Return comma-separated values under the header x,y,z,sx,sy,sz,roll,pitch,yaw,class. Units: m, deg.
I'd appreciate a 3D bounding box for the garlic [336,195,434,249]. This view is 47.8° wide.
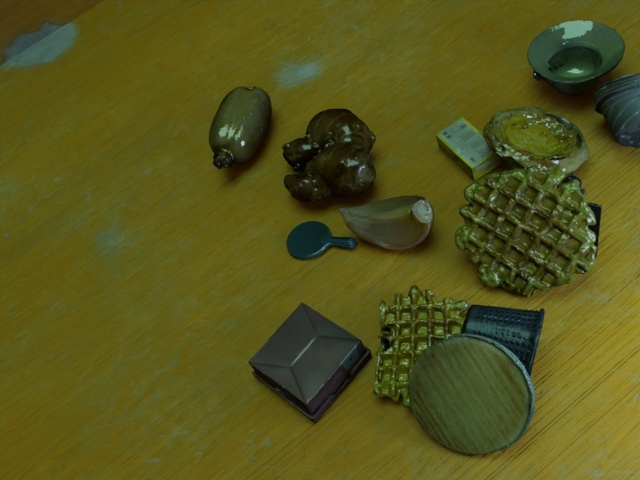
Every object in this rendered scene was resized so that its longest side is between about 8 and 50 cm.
x,y,z,sx,sy,sz,roll,pitch,yaw,class
0.177,-0.056,1.855,0.245,0.164,0.145,-1,70,25,garlic

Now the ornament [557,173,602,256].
x,y,z,sx,sy,sz,roll,pitch,yaw,class
0.618,-0.095,1.760,0.153,0.166,0.196,12,43,25,ornament

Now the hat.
x,y,z,sx,sy,sz,roll,pitch,yaw,class
0.712,-0.483,2.021,0.257,0.130,0.257,-10,50,12,hat

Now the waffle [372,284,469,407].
x,y,z,sx,sy,sz,roll,pitch,yaw,class
0.222,0.240,1.673,0.309,0.065,0.283,-38,53,-16,waffle

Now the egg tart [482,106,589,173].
x,y,z,sx,sy,sz,roll,pitch,yaw,class
0.552,-0.238,1.879,0.291,0.107,0.290,5,45,-5,egg tart

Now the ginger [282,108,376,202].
x,y,z,sx,sy,sz,roll,pitch,yaw,class
0.024,-0.244,2.071,0.274,0.152,0.357,-26,46,24,ginger

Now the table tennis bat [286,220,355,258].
x,y,z,sx,sy,sz,roll,pitch,yaw,class
0.000,0.000,1.957,0.201,0.033,0.124,4,57,25,table tennis bat

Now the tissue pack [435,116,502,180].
x,y,z,sx,sy,sz,roll,pitch,yaw,class
0.408,-0.253,1.992,0.095,0.062,0.176,-33,51,-5,tissue pack

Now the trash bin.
x,y,z,sx,sy,sz,roll,pitch,yaw,class
0.383,0.210,1.548,0.161,0.175,0.175,15,59,16,trash bin

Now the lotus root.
x,y,z,sx,sy,sz,roll,pitch,yaw,class
-0.253,-0.341,2.235,0.169,0.151,0.342,9,57,10,lotus root

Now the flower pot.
x,y,z,sx,sy,sz,roll,pitch,yaw,class
0.816,-0.322,1.827,0.236,0.235,0.140,-6,73,15,flower pot

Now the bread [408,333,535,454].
x,y,z,sx,sy,sz,roll,pitch,yaw,class
0.311,0.318,1.498,0.267,0.266,0.040,5,10,27,bread

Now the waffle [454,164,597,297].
x,y,z,sx,sy,sz,roll,pitch,yaw,class
0.472,-0.018,1.680,0.325,0.068,0.302,-14,90,32,waffle

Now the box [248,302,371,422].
x,y,z,sx,sy,sz,roll,pitch,yaw,class
-0.029,0.281,1.711,0.215,0.086,0.215,30,67,35,box
